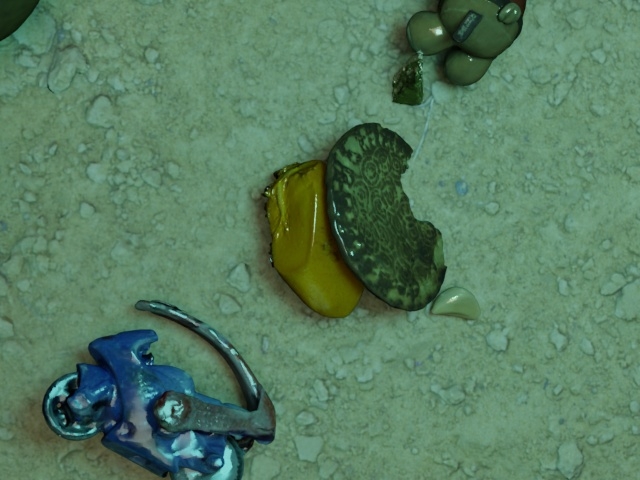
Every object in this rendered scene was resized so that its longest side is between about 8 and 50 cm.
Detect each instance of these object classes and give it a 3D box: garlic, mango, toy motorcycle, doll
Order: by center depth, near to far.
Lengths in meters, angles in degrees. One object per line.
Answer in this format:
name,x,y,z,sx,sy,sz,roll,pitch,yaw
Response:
toy motorcycle,-0.231,0.238,1.329,0.319,0.241,0.182,31,125,-12
mango,0.000,0.000,1.363,0.154,0.126,0.252,-22,96,-47
doll,0.262,-0.414,1.383,0.235,0.174,0.330,28,74,-27
garlic,0.223,0.102,1.442,0.083,0.041,0.053,15,91,-15

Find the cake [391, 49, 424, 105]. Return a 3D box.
cake,0.138,-0.256,1.394,0.055,0.140,0.051,5,79,7

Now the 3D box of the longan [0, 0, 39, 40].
longan,-0.519,-0.422,1.226,0.318,0.319,0.319,0,89,-8

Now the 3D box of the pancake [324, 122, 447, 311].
pancake,0.106,-0.039,1.370,0.288,0.033,0.286,41,48,-31
